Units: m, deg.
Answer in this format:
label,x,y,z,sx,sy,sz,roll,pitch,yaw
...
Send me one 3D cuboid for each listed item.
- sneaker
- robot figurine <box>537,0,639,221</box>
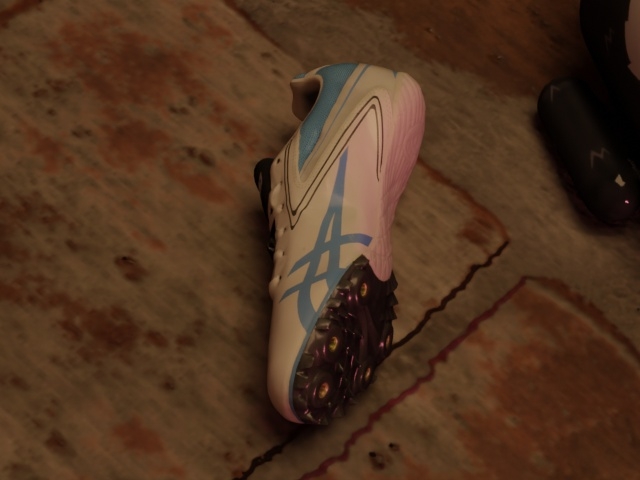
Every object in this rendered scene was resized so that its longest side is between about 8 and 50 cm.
label,x,y,z,sx,sy,sz,roll,pitch,yaw
sneaker,0.000,0.000,0.990,0.086,0.085,0.237,0,48,15
robot figurine,0.256,-0.107,1.102,0.173,0.209,0.278,8,46,-31
